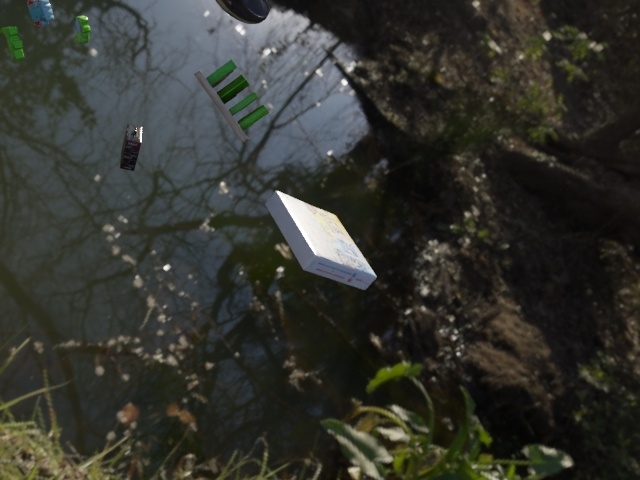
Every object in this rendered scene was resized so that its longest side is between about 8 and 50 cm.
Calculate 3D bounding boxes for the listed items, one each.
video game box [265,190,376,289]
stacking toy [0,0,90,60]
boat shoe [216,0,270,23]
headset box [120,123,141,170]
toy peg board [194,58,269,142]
[{"bbox_3d":[0.000,0.000,1.573,0.187,0.048,0.205,18,29,-42],"label":"video game box"},{"bbox_3d":[-0.504,-0.437,1.345,0.167,0.052,0.221,-32,116,-48],"label":"stacking toy"},{"bbox_3d":[-0.261,-0.781,2.295,0.355,0.130,0.132,36,56,-43],"label":"boat shoe"},{"bbox_3d":[-0.396,-0.199,1.615,0.032,0.083,0.062,11,37,-21],"label":"headset box"},{"bbox_3d":[-0.174,-0.287,1.558,0.161,0.079,0.160,55,0,-11],"label":"toy peg board"}]
